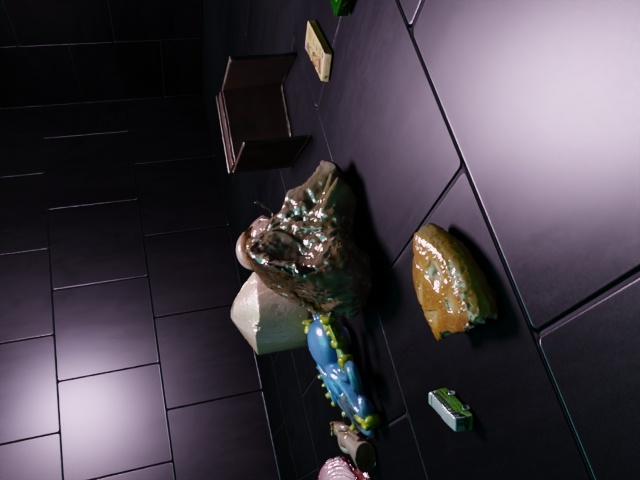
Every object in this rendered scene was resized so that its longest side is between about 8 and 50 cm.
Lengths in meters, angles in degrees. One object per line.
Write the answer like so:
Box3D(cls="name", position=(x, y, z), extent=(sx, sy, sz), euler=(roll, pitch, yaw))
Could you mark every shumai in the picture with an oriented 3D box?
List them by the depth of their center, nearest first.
Box3D(cls="shumai", position=(0.002, -0.002, 1.284), extent=(0.346, 0.283, 0.217), euler=(7, 149, 47))

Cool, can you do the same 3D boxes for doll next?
Box3D(cls="doll", position=(0.054, 0.305, 1.412), extent=(0.341, 0.099, 0.346), euler=(62, 163, 19))

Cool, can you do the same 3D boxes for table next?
Box3D(cls="table", position=(-0.169, -0.349, 1.644), extent=(0.282, 0.196, 0.250), euler=(151, 111, -73))

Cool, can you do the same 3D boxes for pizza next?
Box3D(cls="pizza", position=(0.190, 0.080, 0.845), extent=(0.182, 0.063, 0.161), euler=(-128, 40, -52))

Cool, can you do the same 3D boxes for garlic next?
Box3D(cls="garlic", position=(-0.151, 0.000, 1.829), extent=(0.256, 0.207, 0.207), euler=(101, 156, -53))

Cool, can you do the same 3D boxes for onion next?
Box3D(cls="onion", position=(0.077, 0.635, 1.465), extent=(0.098, 0.151, 0.206), euler=(52, -170, -25))

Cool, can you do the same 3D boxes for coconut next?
Box3D(cls="coconut", position=(-0.134, 0.202, 1.683), extent=(0.239, 0.245, 0.239), euler=(174, 90, -82))

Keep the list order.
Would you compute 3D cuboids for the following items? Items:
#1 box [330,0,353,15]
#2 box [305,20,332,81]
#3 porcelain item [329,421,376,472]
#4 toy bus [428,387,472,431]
Box3D(cls="box", position=(0.052, -0.534, 1.051), extent=(0.235, 0.034, 0.132), euler=(121, 139, -66))
Box3D(cls="box", position=(-0.005, -0.433, 1.336), extent=(0.073, 0.020, 0.149), euler=(100, 156, -47))
Box3D(cls="porcelain item", position=(0.076, 0.504, 1.468), extent=(0.213, 0.054, 0.084), euler=(-172, 77, -73))
Box3D(cls="toy bus", position=(0.204, 0.263, 0.913), extent=(0.083, 0.037, 0.031), euler=(-136, 40, -65))
